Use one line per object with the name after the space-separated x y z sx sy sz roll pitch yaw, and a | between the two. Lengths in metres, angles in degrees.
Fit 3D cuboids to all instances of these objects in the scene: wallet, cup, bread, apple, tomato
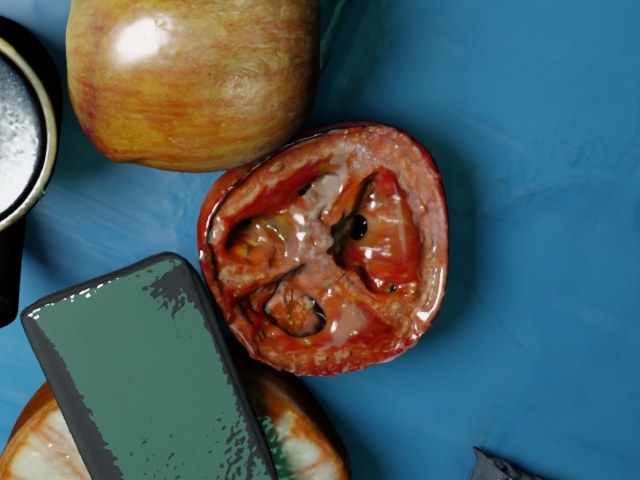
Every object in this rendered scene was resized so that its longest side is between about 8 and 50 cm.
-0.131 0.139 0.912 0.149 0.044 0.250 -23 102 -5 | wallet
-0.291 -0.065 0.870 0.166 0.177 0.239 15 104 -12 | cup
-0.131 0.234 1.016 0.328 0.114 0.295 10 104 -9 | bread
-0.098 -0.155 0.849 0.188 0.211 0.211 -1 107 -13 | apple
0.000 -0.003 0.962 0.228 0.101 0.228 -6 107 -18 | tomato

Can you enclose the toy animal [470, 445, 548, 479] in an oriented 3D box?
0.219 0.284 1.107 0.210 0.121 0.117 35 145 1 | toy animal
